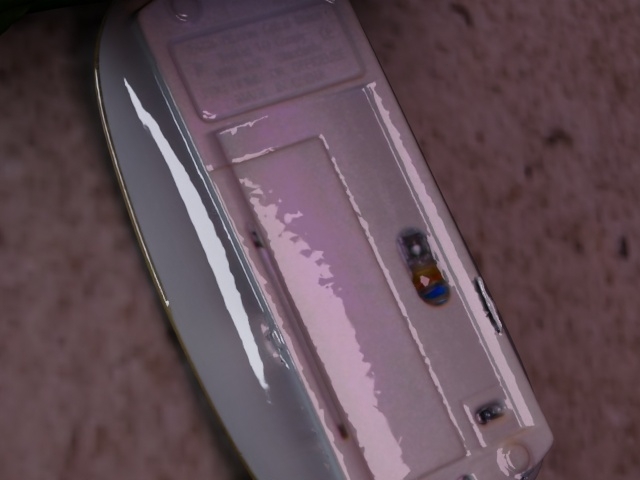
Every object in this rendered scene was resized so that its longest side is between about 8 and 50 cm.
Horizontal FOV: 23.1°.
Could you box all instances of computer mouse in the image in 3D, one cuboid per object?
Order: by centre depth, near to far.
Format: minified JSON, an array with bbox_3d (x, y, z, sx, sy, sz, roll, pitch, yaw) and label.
[{"bbox_3d":[-0.001,0.001,0.487,0.102,0.045,0.199,-21,81,-31],"label":"computer mouse"}]

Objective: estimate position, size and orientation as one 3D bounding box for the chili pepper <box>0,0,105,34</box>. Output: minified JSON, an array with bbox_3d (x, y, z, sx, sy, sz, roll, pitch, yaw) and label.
[{"bbox_3d":[-0.080,-0.121,0.387,0.385,0.167,0.213,2,31,-17],"label":"chili pepper"}]
